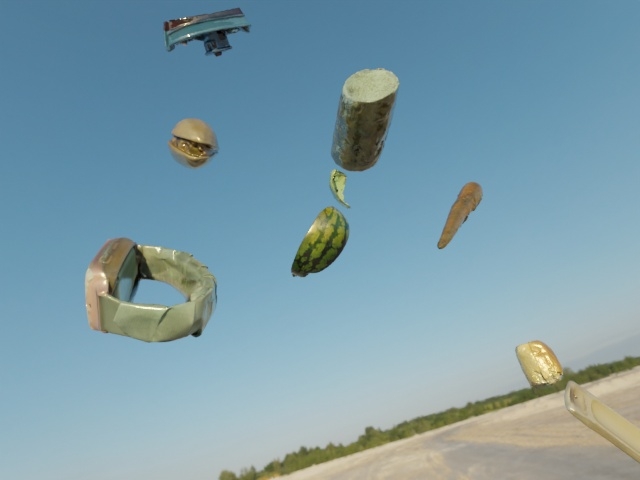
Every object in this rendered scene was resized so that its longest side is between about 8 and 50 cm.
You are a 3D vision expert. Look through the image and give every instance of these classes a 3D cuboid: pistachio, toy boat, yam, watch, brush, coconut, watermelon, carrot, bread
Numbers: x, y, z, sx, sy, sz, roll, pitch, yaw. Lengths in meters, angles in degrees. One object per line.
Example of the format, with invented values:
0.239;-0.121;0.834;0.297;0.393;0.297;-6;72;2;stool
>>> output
-0.300;-0.230;0.989;0.124;0.185;0.125;-10;-63;-20;pistachio
-0.272;-0.495;0.994;0.223;0.100;0.097;-29;-61;-28;toy boat
0.082;-0.229;0.783;0.107;0.107;0.194;-11;-28;-11;yam
-0.339;0.102;0.857;0.241;0.253;0.162;4;-63;-11;watch
0.462;0.312;0.546;0.060;0.321;0.050;-44;-13;-48;brush
0.064;-0.191;1.468;0.055;0.158;0.133;-22;-50;22;coconut
0.011;0.005;0.766;0.163;0.068;0.087;-57;-11;-14;watermelon
0.270;-0.050;0.798;0.254;0.049;0.049;-44;-3;-44;carrot
0.512;0.289;0.963;0.082;0.106;0.125;-21;-28;20;bread
